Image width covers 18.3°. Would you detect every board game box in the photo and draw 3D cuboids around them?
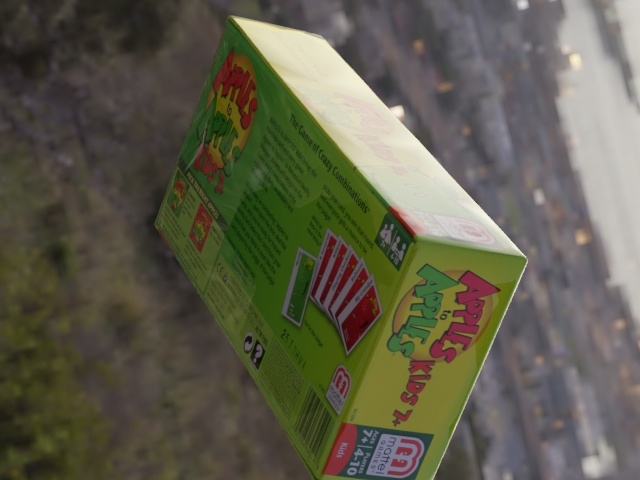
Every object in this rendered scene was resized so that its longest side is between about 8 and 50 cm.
[{"bbox_3d":[0.000,0.000,0.699,0.181,0.043,0.092,53,-53,54],"label":"board game box"}]
